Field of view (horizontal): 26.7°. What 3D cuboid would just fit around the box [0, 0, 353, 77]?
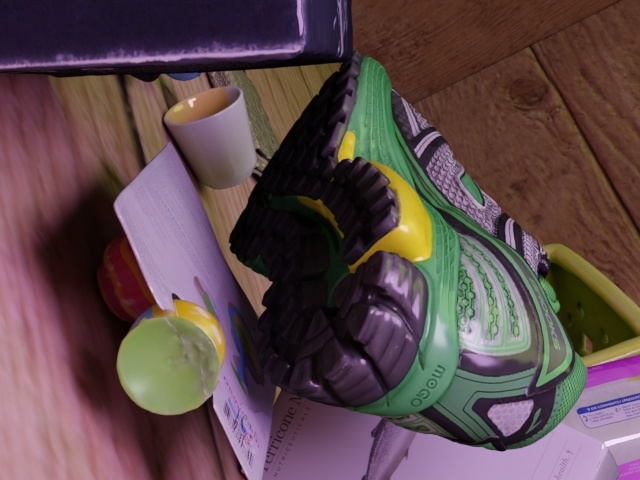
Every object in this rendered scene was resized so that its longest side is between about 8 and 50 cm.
[{"bbox_3d":[-0.087,-0.243,0.578,0.312,0.178,0.343,-66,153,-82],"label":"box"}]

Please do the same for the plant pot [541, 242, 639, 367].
[{"bbox_3d":[0.161,0.158,1.148,0.228,0.227,0.207,-123,-163,-67],"label":"plant pot"}]

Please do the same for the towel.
[{"bbox_3d":[-0.072,-0.116,1.318,0.148,0.027,0.110,69,9,24],"label":"towel"}]

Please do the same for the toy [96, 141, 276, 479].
[{"bbox_3d":[-0.072,0.034,0.659,0.237,0.056,0.137,-110,175,-80],"label":"toy"}]

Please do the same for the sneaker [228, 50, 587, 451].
[{"bbox_3d":[0.041,0.009,0.738,0.146,0.134,0.343,30,20,-19],"label":"sneaker"}]

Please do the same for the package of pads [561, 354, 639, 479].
[{"bbox_3d":[0.217,0.231,1.016,0.101,0.229,0.297,-122,-156,-58],"label":"package of pads"}]

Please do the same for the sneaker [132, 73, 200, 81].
[{"bbox_3d":[-0.126,-0.140,0.950,0.162,0.063,0.073,34,48,-68],"label":"sneaker"}]

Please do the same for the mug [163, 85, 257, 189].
[{"bbox_3d":[-0.077,-0.077,1.019,0.078,0.062,0.064,-87,159,-62],"label":"mug"}]

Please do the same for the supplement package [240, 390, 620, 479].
[{"bbox_3d":[0.065,0.132,0.771,0.179,0.105,0.105,23,-9,22],"label":"supplement package"}]
